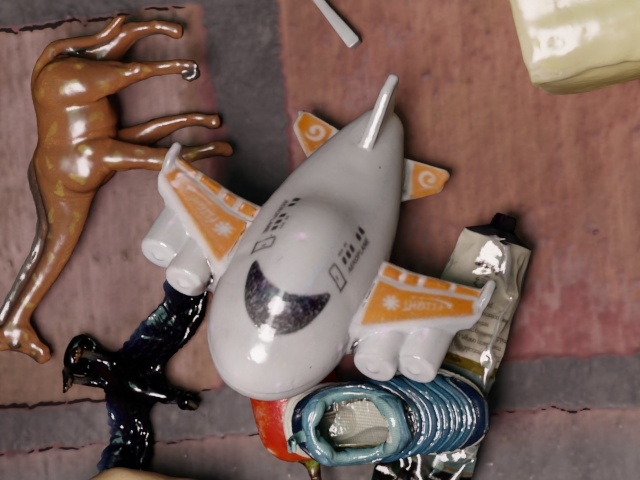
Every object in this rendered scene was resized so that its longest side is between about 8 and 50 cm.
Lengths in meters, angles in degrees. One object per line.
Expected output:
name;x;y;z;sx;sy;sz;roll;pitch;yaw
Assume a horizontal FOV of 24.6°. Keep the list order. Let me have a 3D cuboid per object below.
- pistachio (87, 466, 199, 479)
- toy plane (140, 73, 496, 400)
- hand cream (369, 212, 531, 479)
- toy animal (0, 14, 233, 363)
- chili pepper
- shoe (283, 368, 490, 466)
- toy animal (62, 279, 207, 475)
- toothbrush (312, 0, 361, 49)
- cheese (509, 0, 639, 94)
pistachio;-0.117;0.309;1.037;0.188;0.187;0.299;-5;95;13
toy plane;0.000;0.000;1.006;0.245;0.117;0.244;4;57;-6
hand cream;0.096;0.099;1.053;0.075;0.052;0.247;18;95;18
toy animal;-0.176;-0.038;1.110;0.230;0.066;0.224;-21;99;2
chili pepper;-0.033;0.082;1.070;0.071;0.063;0.272;-21;84;-22
shoe;0.045;0.122;1.002;0.143;0.071;0.063;-4;92;0
toy animal;-0.142;0.104;1.106;0.108;0.062;0.220;16;91;-7
toothbrush;-0.035;-0.218;1.106;0.017;0.014;0.194;-43;80;8
cheese;0.254;-0.176;0.923;0.266;0.242;0.123;-14;95;12
